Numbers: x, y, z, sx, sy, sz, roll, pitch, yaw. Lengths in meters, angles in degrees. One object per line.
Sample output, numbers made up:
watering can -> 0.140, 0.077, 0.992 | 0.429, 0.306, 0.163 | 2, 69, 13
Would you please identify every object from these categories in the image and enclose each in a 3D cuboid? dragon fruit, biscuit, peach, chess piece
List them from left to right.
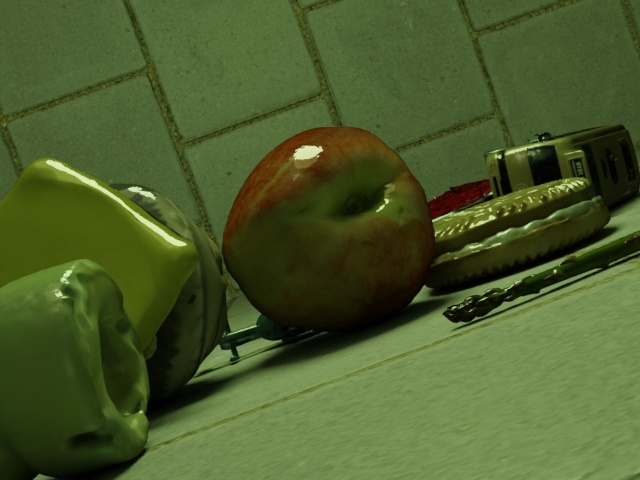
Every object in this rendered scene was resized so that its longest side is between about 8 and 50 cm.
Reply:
chess piece -> -0.371, 0.153, 0.859 | 0.442, 0.234, 0.234 | -15, 1, 5
peach -> 0.000, 0.000, 1.191 | 0.232, 0.232, 0.256 | -21, -14, -30
dragon fruit -> 0.209, -0.024, 1.705 | 0.343, 0.100, 0.282 | -25, 2, -31
biscuit -> 0.224, -0.011, 1.279 | 0.259, 0.079, 0.259 | -21, 1, 0

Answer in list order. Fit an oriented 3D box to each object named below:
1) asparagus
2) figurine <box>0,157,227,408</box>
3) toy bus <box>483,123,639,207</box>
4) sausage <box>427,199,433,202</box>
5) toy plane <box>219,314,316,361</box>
asparagus -> 0.222, 0.026, 0.937 | 0.248, 0.024, 0.025 | -21, -42, -15
figurine -> -0.246, 0.128, 1.193 | 0.361, 0.266, 0.377 | -42, -26, -1
toy bus -> 0.360, -0.093, 1.539 | 0.157, 0.139, 0.289 | -14, 1, 34
sausage -> 0.268, -0.047, 2.155 | 0.330, 0.102, 0.102 | -20, 1, -2
toy plane -> -0.053, 0.102, 1.324 | 0.235, 0.060, 0.096 | -17, -7, -9
